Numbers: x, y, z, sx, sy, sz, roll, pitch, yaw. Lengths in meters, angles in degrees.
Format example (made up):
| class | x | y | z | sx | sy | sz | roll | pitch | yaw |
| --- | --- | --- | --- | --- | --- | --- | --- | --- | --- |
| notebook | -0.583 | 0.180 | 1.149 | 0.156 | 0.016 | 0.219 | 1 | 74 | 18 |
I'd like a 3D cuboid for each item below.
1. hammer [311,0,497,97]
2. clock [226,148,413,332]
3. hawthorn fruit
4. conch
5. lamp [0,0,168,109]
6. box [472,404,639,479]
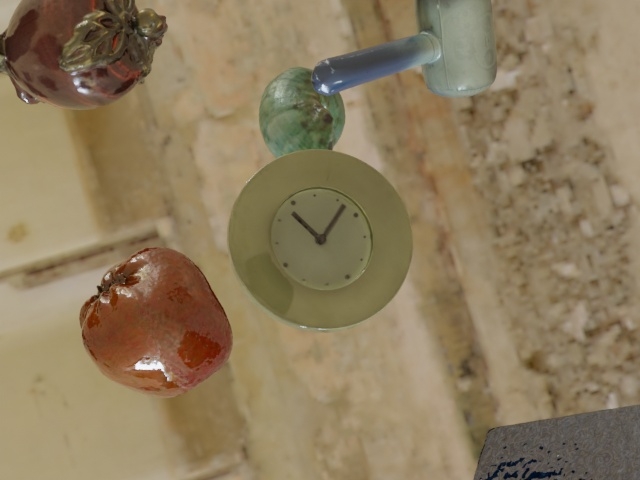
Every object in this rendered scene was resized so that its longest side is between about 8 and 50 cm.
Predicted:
| class | x | y | z | sx | sy | sz | roll | pitch | yaw |
| --- | --- | --- | --- | --- | --- | --- | --- | --- | --- |
| hammer | 0.070 | -0.166 | 1.217 | 0.069 | 0.194 | 0.116 | 21 | 126 | 52 |
| clock | 0.000 | 0.000 | 1.739 | 0.029 | 0.235 | 0.235 | 129 | 124 | -71 |
| hawthorn fruit | -0.152 | 0.084 | 1.288 | 0.138 | 0.133 | 0.133 | 40 | -174 | -20 |
| conch | -0.026 | -0.171 | 2.090 | 0.188 | 0.122 | 0.176 | -33 | -73 | -77 |
| lamp | -0.282 | -0.205 | 1.487 | 0.215 | 0.223 | 0.151 | 26 | -145 | -57 |
| box | 0.256 | 0.281 | 1.242 | 0.116 | 0.279 | 0.261 | 48 | -133 | -24 |
